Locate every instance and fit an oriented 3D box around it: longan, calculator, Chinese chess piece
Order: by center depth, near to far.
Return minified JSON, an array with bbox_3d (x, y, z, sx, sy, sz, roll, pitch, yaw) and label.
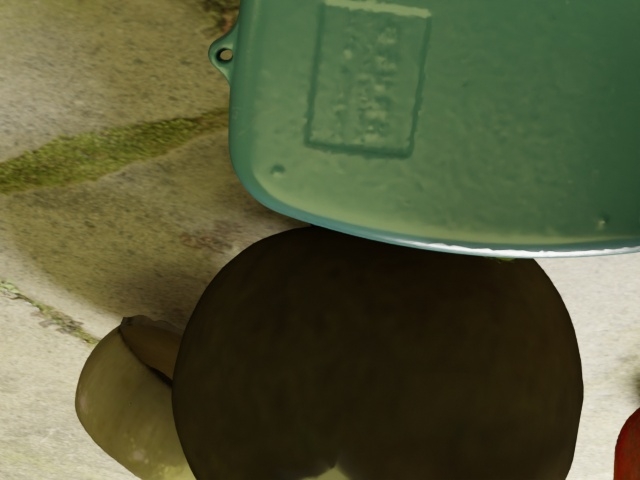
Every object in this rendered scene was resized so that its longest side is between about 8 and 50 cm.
[{"bbox_3d":[0.115,-0.107,1.210,0.386,0.054,0.256,6,113,-2],"label":"calculator"},{"bbox_3d":[0.051,0.132,1.553,0.361,0.361,0.361,6,152,3],"label":"longan"},{"bbox_3d":[-0.124,0.181,1.784,0.257,0.104,0.257,31,-171,-5],"label":"Chinese chess piece"}]

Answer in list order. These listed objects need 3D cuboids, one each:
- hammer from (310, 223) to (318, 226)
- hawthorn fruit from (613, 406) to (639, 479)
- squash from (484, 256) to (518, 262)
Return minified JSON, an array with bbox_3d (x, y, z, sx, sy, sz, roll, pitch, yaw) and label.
[{"bbox_3d":[0.000,0.000,1.633,0.058,0.029,0.292,7,154,8],"label":"hammer"},{"bbox_3d":[0.393,0.265,1.837,0.179,0.200,0.179,2,149,1],"label":"hawthorn fruit"},{"bbox_3d":[0.190,-0.064,1.361,0.123,0.123,0.187,28,143,-33],"label":"squash"}]
